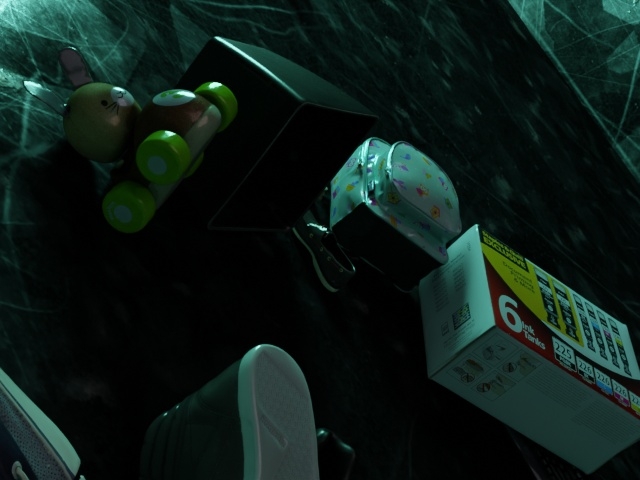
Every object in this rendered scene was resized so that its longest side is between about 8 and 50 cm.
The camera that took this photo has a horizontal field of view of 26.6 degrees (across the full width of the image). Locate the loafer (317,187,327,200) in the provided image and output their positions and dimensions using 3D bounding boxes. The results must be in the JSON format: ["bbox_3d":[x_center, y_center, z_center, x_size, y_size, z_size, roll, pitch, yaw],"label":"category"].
[{"bbox_3d":[-0.024,-0.119,1.817,0.056,0.050,0.148,19,39,-51],"label":"loafer"}]

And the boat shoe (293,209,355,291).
[{"bbox_3d":[0.001,0.000,1.706,0.049,0.042,0.133,8,47,-55],"label":"boat shoe"}]

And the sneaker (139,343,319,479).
[{"bbox_3d":[-0.078,0.241,1.108,0.104,0.147,0.295,30,43,-36],"label":"sneaker"}]

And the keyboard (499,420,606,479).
[{"bbox_3d":[0.326,0.290,1.893,0.201,0.033,0.317,6,51,-59],"label":"keyboard"}]

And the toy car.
[{"bbox_3d":[-0.209,-0.130,1.406,0.188,0.149,0.155,38,35,-3],"label":"toy car"}]

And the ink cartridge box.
[{"bbox_3d":[0.288,0.128,1.870,0.309,0.130,0.272,32,32,-26],"label":"ink cartridge box"}]

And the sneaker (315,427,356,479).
[{"bbox_3d":[-0.024,0.269,1.166,0.107,0.124,0.283,40,26,-25],"label":"sneaker"}]

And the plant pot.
[{"bbox_3d":[-0.081,-0.134,1.596,0.167,0.187,0.188,46,20,21],"label":"plant pot"}]

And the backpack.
[{"bbox_3d":[0.097,-0.051,1.831,0.166,0.144,0.188,32,27,-28],"label":"backpack"}]

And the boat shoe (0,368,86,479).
[{"bbox_3d":[-0.297,0.107,0.897,0.340,0.127,0.158,46,16,-14],"label":"boat shoe"}]
